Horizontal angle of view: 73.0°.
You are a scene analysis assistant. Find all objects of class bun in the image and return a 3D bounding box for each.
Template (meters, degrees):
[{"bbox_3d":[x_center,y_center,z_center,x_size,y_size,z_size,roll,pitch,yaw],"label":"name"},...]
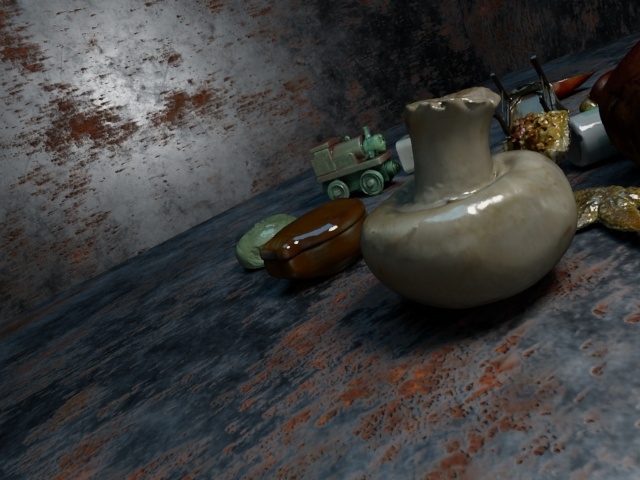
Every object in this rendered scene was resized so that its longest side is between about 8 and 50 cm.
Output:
[{"bbox_3d":[-0.151,-0.006,1.258,0.221,0.108,0.221,-21,16,7],"label":"bun"}]

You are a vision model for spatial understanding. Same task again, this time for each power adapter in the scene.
[{"bbox_3d":[0.385,-0.323,1.486,0.205,0.125,0.130,-13,19,37],"label":"power adapter"}]

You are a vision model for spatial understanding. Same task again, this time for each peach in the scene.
[{"bbox_3d":[0.915,-0.576,1.661,0.189,0.068,0.279,-25,12,-35],"label":"peach"}]

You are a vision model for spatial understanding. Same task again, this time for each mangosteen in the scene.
[{"bbox_3d":[0.683,-0.323,1.024,0.181,0.145,0.156,-16,21,28],"label":"mangosteen"}]

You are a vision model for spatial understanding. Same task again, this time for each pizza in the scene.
[{"bbox_3d":[0.474,-0.218,0.974,0.086,0.161,0.305,13,17,7],"label":"pizza"}]

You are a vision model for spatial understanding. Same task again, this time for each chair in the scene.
[{"bbox_3d":[0.663,-0.406,1.368,0.160,0.319,0.186,-13,63,38],"label":"chair"}]

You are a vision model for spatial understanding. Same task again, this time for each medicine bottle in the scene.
[{"bbox_3d":[0.692,-0.264,0.885,0.352,0.110,0.110,-21,16,11],"label":"medicine bottle"}]

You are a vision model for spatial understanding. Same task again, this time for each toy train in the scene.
[{"bbox_3d":[0.118,-0.264,1.501,0.305,0.221,0.150,-12,18,34],"label":"toy train"}]

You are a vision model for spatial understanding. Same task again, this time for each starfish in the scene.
[{"bbox_3d":[0.423,-0.043,0.682,0.138,0.050,0.247,-31,10,-21],"label":"starfish"}]

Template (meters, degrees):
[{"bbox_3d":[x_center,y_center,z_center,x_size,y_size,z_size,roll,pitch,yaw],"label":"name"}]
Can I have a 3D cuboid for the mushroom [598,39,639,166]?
[{"bbox_3d":[0.618,-0.231,0.654,0.345,0.260,0.345,-158,90,-85],"label":"mushroom"}]

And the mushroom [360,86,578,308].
[{"bbox_3d":[0.186,-0.060,0.619,0.298,0.290,0.297,-21,15,6],"label":"mushroom"}]

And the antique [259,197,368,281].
[{"bbox_3d":[0.000,0.000,0.986,0.224,0.129,0.278,-6,23,46],"label":"antique"}]
